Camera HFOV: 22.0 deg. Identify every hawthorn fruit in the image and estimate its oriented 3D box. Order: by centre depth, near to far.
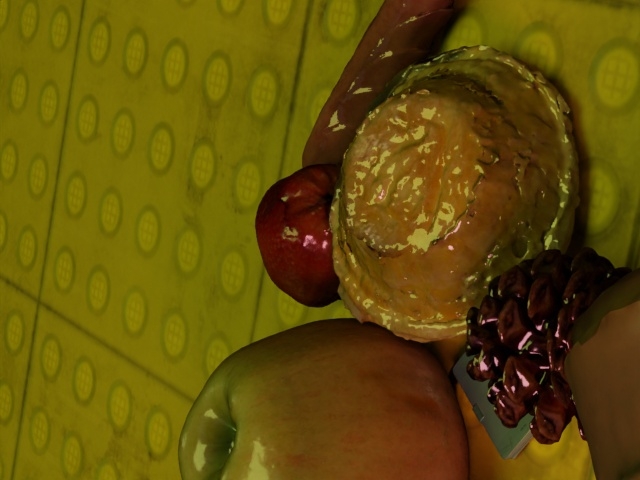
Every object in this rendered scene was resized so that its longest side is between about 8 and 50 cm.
[{"bbox_3d":[0.006,-0.009,2.008,0.173,0.179,0.173,-7,64,15],"label":"hawthorn fruit"}]

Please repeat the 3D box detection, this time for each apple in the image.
[{"bbox_3d":[-0.006,0.255,1.869,0.338,0.305,0.338,-4,85,56],"label":"apple"}]

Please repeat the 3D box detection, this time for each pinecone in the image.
[{"bbox_3d":[0.233,0.107,1.635,0.208,0.208,0.207,-7,82,55],"label":"pinecone"}]

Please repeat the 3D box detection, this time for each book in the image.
[{"bbox_3d":[0.203,0.164,1.828,0.103,0.017,0.135,-57,46,32],"label":"book"}]

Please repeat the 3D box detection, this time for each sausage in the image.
[{"bbox_3d":[0.086,-0.229,1.971,0.433,0.088,0.088,-58,44,35],"label":"sausage"}]

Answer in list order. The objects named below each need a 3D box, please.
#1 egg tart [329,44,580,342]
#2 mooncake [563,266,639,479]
[{"bbox_3d":[0.125,-0.059,1.795,0.341,0.132,0.341,-12,70,35],"label":"egg tart"},{"bbox_3d":[0.407,0.109,1.366,0.394,0.393,0.246,-19,67,10],"label":"mooncake"}]
